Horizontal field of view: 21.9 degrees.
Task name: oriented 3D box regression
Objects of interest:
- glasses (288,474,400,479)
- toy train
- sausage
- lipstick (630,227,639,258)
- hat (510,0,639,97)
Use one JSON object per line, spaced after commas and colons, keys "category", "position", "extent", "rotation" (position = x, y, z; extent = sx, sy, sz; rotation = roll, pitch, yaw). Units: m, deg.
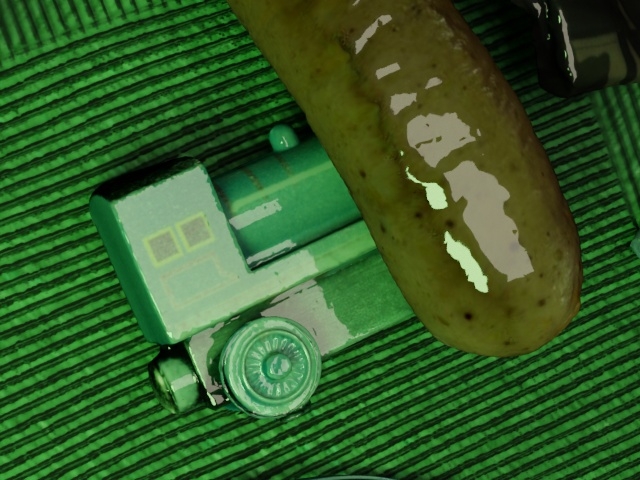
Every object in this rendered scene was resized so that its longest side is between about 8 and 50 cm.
{"category": "glasses", "position": [0.014, 0.256, 1.180], "extent": [0.220, 0.088, 0.190], "rotation": [-11, 95, -18]}
{"category": "toy train", "position": [0.000, 0.000, 1.156], "extent": [0.298, 0.120, 0.194], "rotation": [-25, 94, -16]}
{"category": "sausage", "position": [0.014, -0.147, 1.075], "extent": [0.123, 0.136, 0.501], "rotation": [-29, 81, -30]}
{"category": "lipstick", "position": [0.344, -0.088, 1.292], "extent": [0.068, 0.061, 0.274], "rotation": [40, 79, -13]}
{"category": "hat", "position": [0.156, -0.324, 1.201], "extent": [0.381, 0.257, 0.366], "rotation": [32, 99, 19]}
